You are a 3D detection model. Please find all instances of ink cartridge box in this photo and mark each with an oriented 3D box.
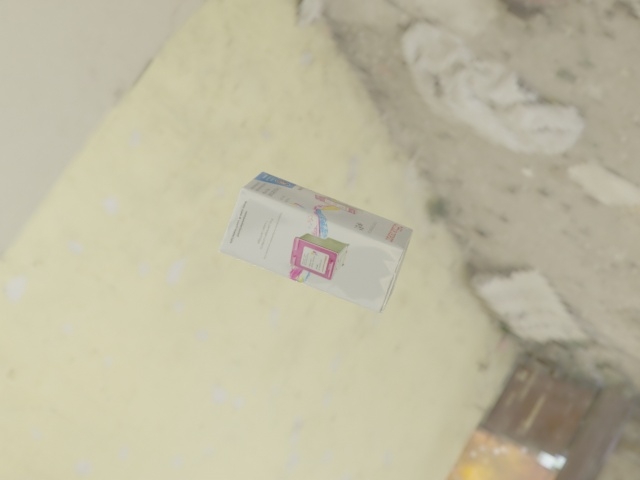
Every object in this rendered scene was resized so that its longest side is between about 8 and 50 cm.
[{"bbox_3d":[0.000,0.000,1.081,0.122,0.052,0.088,22,-168,3],"label":"ink cartridge box"}]
